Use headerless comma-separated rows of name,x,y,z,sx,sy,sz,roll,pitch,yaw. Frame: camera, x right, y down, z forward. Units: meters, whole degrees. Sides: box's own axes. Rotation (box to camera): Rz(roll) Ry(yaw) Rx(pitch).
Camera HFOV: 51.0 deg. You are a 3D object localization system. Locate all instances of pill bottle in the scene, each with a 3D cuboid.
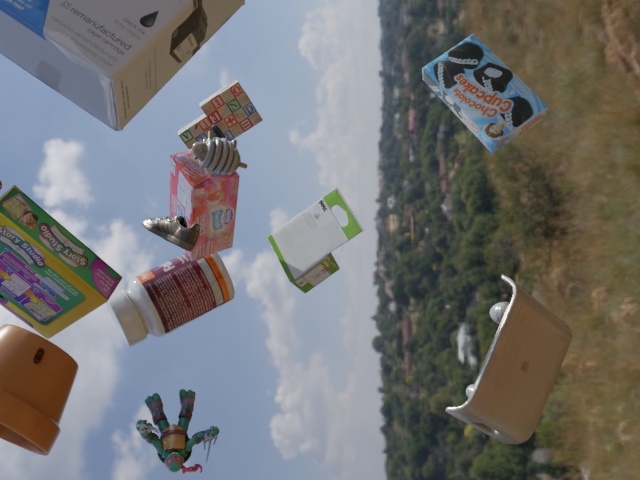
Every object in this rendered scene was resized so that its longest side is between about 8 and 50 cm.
pill bottle,-0.514,0.189,2.293,0.224,0.392,0.224,47,153,34

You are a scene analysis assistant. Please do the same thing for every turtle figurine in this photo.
turtle figurine,-0.324,0.428,1.482,0.234,0.175,0.118,-122,47,-60

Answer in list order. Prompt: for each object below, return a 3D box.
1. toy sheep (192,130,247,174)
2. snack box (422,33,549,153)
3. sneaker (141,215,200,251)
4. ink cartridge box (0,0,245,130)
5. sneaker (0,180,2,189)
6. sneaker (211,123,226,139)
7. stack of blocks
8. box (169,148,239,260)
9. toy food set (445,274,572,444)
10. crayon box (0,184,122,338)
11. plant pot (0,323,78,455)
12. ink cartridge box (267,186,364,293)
toy sheep,-0.221,-0.187,1.484,0.091,0.132,0.091,-41,42,51
snack box,0.453,-0.412,1.870,0.322,0.187,0.060,53,175,24
sneaker,-0.368,-0.031,1.679,0.071,0.188,0.066,-62,-35,-7
ink cartridge box,-0.274,-0.341,0.929,0.307,0.223,0.129,-55,-4,-26
sneaker,-0.916,-0.164,1.659,0.128,0.221,0.087,64,144,27
sneaker,-0.350,-0.303,2.293,0.170,0.089,0.051,60,169,-21
stack of blocks,-0.389,-0.451,2.530,0.171,0.297,0.087,56,-179,-23
box,-0.332,-0.105,1.897,0.154,0.142,0.300,52,148,31
toy food set,0.392,0.254,1.403,0.092,0.219,0.306,10,70,56
crayon box,-0.768,0.071,1.788,0.363,0.313,0.106,46,-144,-22
plant pot,-0.692,0.326,1.519,0.291,0.290,0.204,80,-150,-55
ink cartridge box,0.000,0.000,1.940,0.097,0.255,0.189,45,-167,-53
